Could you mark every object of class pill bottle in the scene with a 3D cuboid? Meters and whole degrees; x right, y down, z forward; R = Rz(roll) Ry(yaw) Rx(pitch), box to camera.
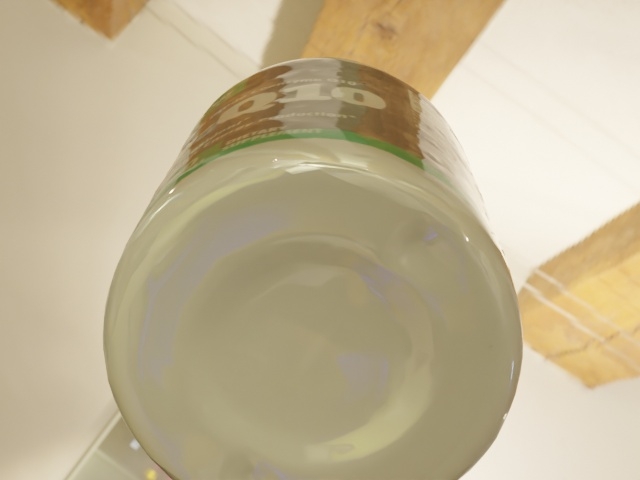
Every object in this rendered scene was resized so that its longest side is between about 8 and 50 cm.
[{"bbox_3d":[0.000,0.000,0.704,0.204,0.204,0.361,40,14,-11],"label":"pill bottle"}]
